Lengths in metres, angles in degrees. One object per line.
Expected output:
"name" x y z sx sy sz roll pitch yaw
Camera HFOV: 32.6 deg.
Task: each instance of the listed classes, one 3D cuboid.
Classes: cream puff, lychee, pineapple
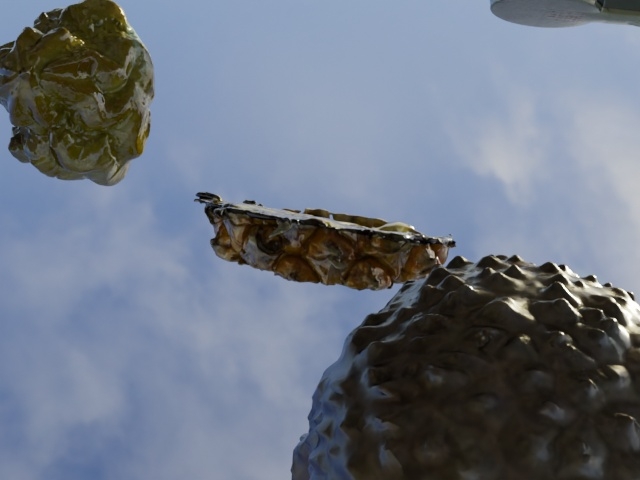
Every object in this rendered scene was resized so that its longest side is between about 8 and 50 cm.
"cream puff" -0.191 -0.107 0.801 0.116 0.146 0.146 -3 -159 -37
"lychee" 0.118 0.151 0.638 0.300 0.300 0.300 -11 -148 7
"pineapple" 0.000 0.000 0.855 0.221 0.047 0.221 10 -175 -1

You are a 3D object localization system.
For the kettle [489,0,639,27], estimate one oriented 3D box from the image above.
"kettle" 0.271 -0.345 1.131 0.211 0.243 0.160 6 177 -3
